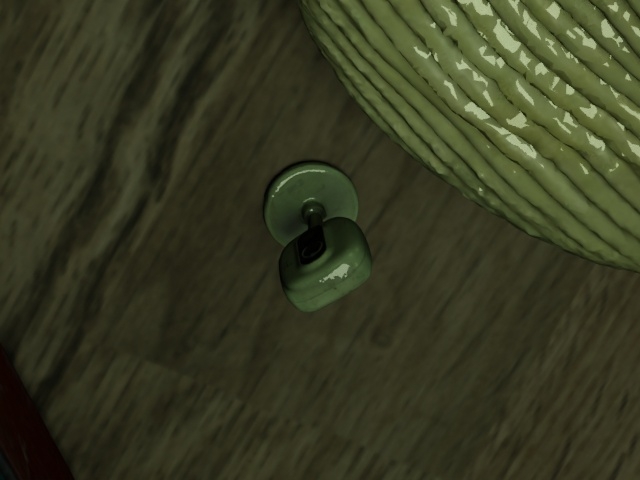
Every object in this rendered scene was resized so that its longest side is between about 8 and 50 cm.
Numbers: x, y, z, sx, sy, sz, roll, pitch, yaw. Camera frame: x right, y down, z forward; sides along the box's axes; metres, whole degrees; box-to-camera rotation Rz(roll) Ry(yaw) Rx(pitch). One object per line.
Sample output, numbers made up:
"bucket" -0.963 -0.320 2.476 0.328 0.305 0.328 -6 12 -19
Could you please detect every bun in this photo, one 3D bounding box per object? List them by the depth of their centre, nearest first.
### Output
"bun" 0.149 -0.144 0.836 0.365 0.365 0.219 48 67 -27

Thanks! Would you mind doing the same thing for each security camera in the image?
"security camera" 0.000 0.000 0.989 0.058 0.092 0.058 -4 115 -9

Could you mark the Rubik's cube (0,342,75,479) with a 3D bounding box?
"Rubik's cube" -0.247 0.266 0.935 0.313 0.316 0.318 -25 119 0
